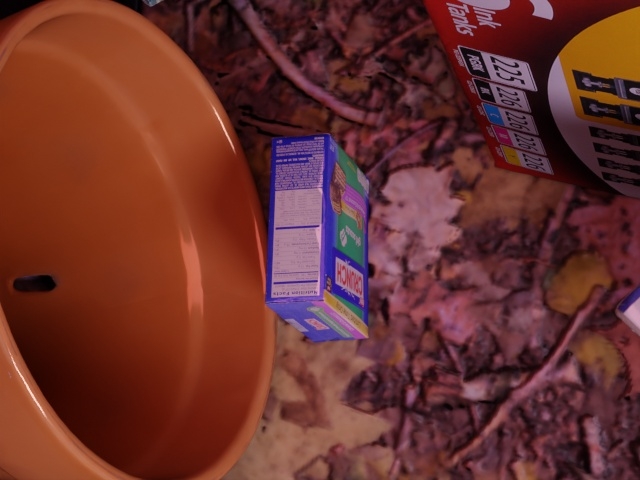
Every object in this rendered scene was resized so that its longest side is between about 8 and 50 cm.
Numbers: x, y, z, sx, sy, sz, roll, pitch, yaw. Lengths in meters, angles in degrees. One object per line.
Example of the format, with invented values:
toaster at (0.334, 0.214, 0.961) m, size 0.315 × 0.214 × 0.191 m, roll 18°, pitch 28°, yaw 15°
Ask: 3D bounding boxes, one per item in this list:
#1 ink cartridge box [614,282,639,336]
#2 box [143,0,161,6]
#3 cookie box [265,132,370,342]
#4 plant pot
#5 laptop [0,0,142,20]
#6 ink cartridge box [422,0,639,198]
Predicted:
ink cartridge box at (0.371, 0.048, 0.839) m, size 0.324 × 0.071 × 0.330 m, roll -41°, pitch 66°, yaw -8°
box at (-0.010, -0.306, 1.140) m, size 0.322 × 0.058 × 0.232 m, roll -27°, pitch 49°, yaw 3°
cookie box at (0.000, 0.000, 1.079) m, size 0.040 × 0.092 × 0.107 m, roll -4°, pitch 72°, yaw 17°
plant pot at (-0.185, 0.023, 1.038) m, size 0.203 × 0.291 × 0.291 m, roll -14°, pitch 68°, yaw 28°
laptop at (-0.347, -0.281, 1.308) m, size 0.408 × 0.236 × 0.382 m, roll -15°, pitch 65°, yaw 41°
ink cartridge box at (0.213, -0.122, 0.941) m, size 0.272 × 0.309 × 0.130 m, roll 13°, pitch 76°, yaw 19°
